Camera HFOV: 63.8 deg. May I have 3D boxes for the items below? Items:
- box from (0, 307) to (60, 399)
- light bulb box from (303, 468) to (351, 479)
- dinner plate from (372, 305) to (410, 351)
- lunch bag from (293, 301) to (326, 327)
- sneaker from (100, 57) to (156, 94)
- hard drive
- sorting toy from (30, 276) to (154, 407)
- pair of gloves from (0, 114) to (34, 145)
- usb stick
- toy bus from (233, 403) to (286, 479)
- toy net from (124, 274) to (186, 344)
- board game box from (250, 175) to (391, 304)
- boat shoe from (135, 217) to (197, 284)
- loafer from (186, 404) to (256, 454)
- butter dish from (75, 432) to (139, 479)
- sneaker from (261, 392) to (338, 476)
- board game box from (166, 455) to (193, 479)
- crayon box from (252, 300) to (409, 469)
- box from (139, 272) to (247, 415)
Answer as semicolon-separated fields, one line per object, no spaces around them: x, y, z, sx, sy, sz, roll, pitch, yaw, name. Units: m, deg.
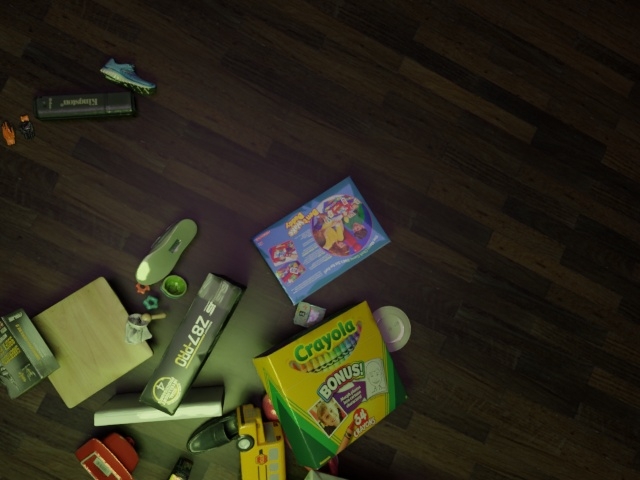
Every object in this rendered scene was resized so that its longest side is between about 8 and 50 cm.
-0.793;0.300;1.339;0.183;0.231;0.056;58;37;-1;box
0.061;0.835;1.326;0.358;0.225;0.361;22;113;-14;light bulb box
0.211;0.273;1.577;0.141;0.017;0.141;1;86;-10;dinner plate
-0.034;0.225;1.526;0.083;0.053;0.071;19;81;-3;lunch bag
-0.550;-0.481;1.489;0.162;0.063;0.073;24;80;-6;sneaker
-0.417;0.441;1.381;0.307;0.203;0.040;-2;87;-8;hard drive
-0.633;0.274;1.418;0.255;0.089;0.257;-33;91;-9;sorting toy
-0.860;-0.312;1.460;0.083;0.010;0.074;-19;88;-12;pair of gloves
-0.672;-0.386;1.473;0.278;0.045;0.077;-5;88;-8;usb stick
-0.164;0.615;1.407;0.130;0.108;0.333;-4;105;-11;toy bus
-0.473;0.177;1.415;0.122;0.045;0.232;37;47;-11;toy net
0.000;0.000;1.531;0.347;0.078;0.233;-32;92;-9;board game box
-0.441;0.030;1.467;0.079;0.081;0.227;44;75;-24;boat shoe
-0.277;0.539;1.459;0.223;0.078;0.076;-27;90;-9;loafer
-0.560;0.587;1.404;0.160;0.118;0.160;49;125;-2;butter dish
-0.046;0.552;1.463;0.116;0.136;0.314;-39;92;-9;sneaker
-0.415;0.697;1.399;0.048;0.141;0.170;29;84;-5;board game box
0.039;0.385;1.427;0.363;0.106;0.313;-24;91;-36;crayon box
-0.307;0.240;1.314;0.097;0.395;0.318;27;82;-4;box
